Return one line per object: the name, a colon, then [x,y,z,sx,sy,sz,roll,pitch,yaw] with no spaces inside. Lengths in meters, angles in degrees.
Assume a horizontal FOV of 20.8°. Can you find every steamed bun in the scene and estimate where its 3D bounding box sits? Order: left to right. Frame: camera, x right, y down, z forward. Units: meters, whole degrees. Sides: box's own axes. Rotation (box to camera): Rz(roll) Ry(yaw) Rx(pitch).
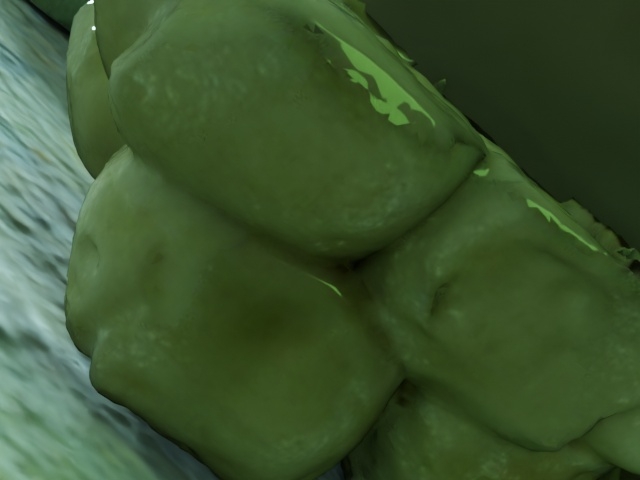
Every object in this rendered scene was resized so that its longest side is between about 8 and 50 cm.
steamed bun: [0.000,0.000,0.449,0.192,0.106,0.177,39,8,-26]

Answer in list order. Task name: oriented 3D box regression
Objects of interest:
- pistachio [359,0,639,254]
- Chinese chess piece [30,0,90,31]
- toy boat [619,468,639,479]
pistachio: [0.097,-0.116,0.694,0.365,0.281,0.445,29,-16,36]
Chinese chess piece: [-0.093,-0.106,0.670,0.084,0.034,0.084,38,13,-11]
toy boat: [0.199,0.113,0.733,0.321,0.089,0.121,35,9,-26]
